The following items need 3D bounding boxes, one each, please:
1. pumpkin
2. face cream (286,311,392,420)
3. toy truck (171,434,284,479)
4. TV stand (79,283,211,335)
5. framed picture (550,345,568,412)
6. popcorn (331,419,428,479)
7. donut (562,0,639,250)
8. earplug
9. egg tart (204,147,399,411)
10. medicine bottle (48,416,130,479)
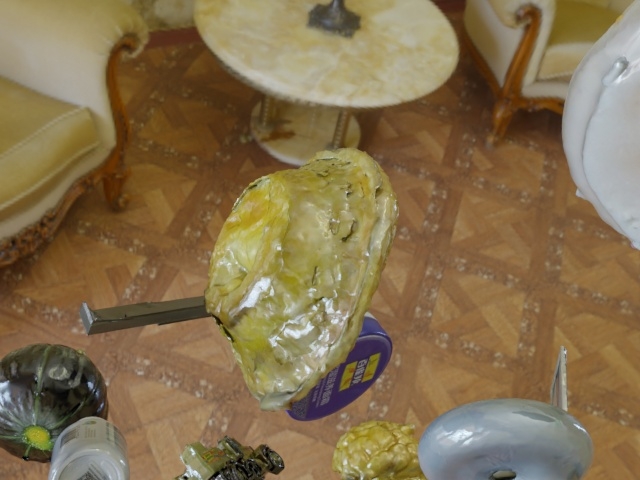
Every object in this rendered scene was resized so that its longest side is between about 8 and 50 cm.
[{"bbox_3d":[-0.647,0.361,1.757,0.295,0.296,0.296,8,44,-8],"label":"pumpkin"},{"bbox_3d":[0.006,0.187,1.208,0.206,0.206,0.111,-16,51,-29],"label":"face cream"},{"bbox_3d":[-0.169,0.421,1.341,0.127,0.257,0.127,44,95,19],"label":"toy truck"},{"bbox_3d":[-0.266,0.110,1.234,0.256,0.040,0.049,-6,52,-37],"label":"TV stand"},{"bbox_3d":[0.580,0.434,1.803,0.016,0.213,0.289,4,50,12],"label":"framed picture"},{"bbox_3d":[0.149,0.516,1.677,0.250,0.250,0.190,5,50,-10],"label":"popcorn"},{"bbox_3d":[0.426,-0.110,0.688,0.382,0.383,0.142,24,51,9],"label":"donut"},{"bbox_3d":[0.256,0.327,0.915,0.326,0.214,0.175,57,31,-9],"label":"earplug"},{"bbox_3d":[-0.040,0.025,0.886,0.129,0.341,0.341,26,38,-29],"label":"egg tart"},{"bbox_3d":[-0.416,0.396,1.342,0.135,0.135,0.215,-1,6,-16],"label":"medicine bottle"}]
